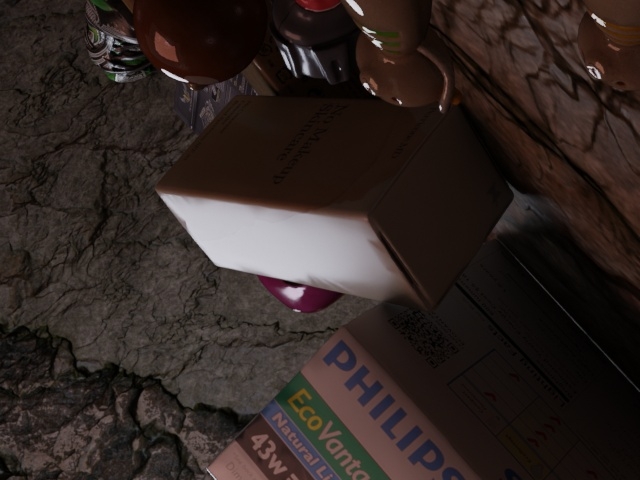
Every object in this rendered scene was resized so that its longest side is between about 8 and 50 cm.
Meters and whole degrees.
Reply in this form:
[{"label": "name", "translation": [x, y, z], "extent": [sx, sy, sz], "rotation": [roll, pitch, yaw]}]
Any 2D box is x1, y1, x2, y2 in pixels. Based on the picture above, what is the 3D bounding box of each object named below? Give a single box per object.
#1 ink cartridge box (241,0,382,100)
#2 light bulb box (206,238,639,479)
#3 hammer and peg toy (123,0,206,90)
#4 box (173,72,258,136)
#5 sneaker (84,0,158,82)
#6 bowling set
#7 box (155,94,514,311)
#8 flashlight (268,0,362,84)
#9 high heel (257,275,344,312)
[{"label": "ink cartridge box", "translation": [-0.020, -0.178, 1.268], "extent": [0.234, 0.088, 0.193], "rotation": [50, 178, -23]}, {"label": "light bulb box", "translation": [0.153, 0.226, 1.147], "extent": [0.358, 0.225, 0.361], "rotation": [48, -150, 12]}, {"label": "hammer and peg toy", "translation": [-0.141, -0.289, 0.954], "extent": [0.266, 0.127, 0.361], "rotation": [48, 169, 6]}, {"label": "box", "translation": [-0.109, -0.204, 1.523], "extent": [0.183, 0.056, 0.231], "rotation": [47, 146, 27]}, {"label": "sneaker", "translation": [-0.187, -0.238, 1.268], "extent": [0.343, 0.134, 0.146], "rotation": [-126, 35, -74]}, {"label": "bowling set", "translation": [0.006, -0.137, 0.531], "extent": [0.287, 0.200, 0.154], "rotation": [52, 179, 21]}, {"label": "box", "translation": [0.005, -0.044, 1.102], "extent": [0.311, 0.148, 0.121], "rotation": [8, 142, 48]}, {"label": "flashlight", "translation": [-0.019, -0.200, 0.767], "extent": [0.103, 0.103, 0.304], "rotation": [8, 160, 12]}, {"label": "high heel", "translation": [0.000, 0.000, 1.461], "extent": [0.377, 0.127, 0.181], "rotation": [2, 146, 51]}]
